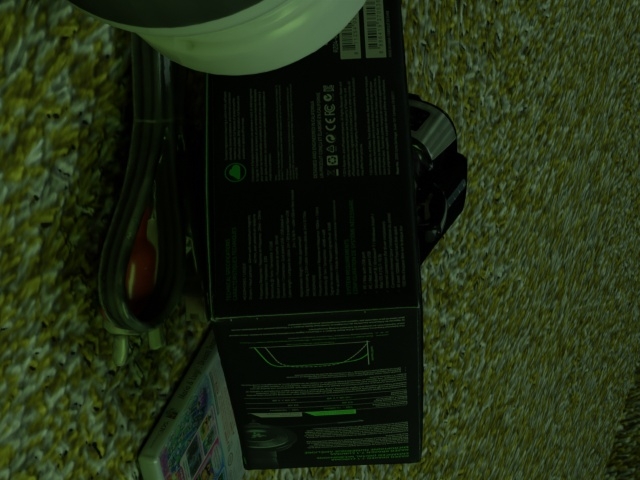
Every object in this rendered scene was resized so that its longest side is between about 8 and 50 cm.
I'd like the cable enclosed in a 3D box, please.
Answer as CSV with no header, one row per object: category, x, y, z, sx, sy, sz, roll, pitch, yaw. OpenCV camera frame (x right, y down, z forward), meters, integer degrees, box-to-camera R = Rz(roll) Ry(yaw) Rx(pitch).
cable,-0.119,-0.056,1.275,0.139,0.072,0.287,-30,118,-56

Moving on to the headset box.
headset box,0.000,0.000,1.334,0.283,0.131,0.246,83,5,-64

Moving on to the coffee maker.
coffee maker,0.042,-0.015,1.665,0.178,0.120,0.171,-51,170,-51

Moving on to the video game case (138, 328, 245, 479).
video game case,-0.092,0.164,1.503,0.157,0.019,0.143,83,27,-45

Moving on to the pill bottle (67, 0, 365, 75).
pill bottle,-0.088,-0.228,0.983,0.363,0.210,0.210,46,58,-67
